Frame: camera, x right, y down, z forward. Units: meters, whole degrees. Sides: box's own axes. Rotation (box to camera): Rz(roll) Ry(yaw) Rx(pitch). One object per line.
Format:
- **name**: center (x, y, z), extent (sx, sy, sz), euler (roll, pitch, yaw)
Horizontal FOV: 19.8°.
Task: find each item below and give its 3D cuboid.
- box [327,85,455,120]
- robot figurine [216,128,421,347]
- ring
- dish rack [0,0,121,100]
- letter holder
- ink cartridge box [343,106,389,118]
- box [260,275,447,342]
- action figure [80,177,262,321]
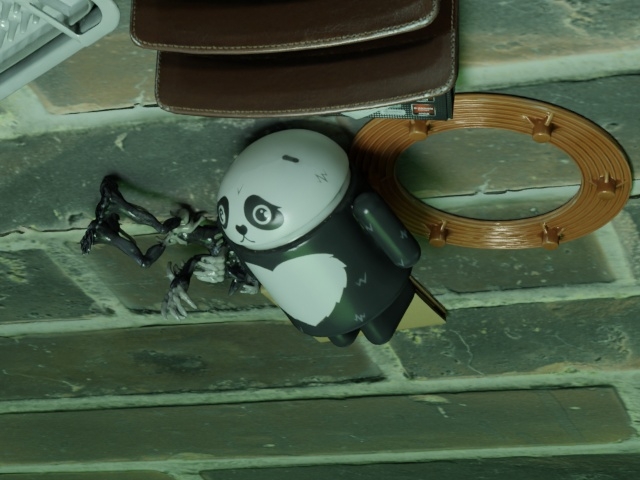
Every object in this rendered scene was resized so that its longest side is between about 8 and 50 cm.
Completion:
- **box**: center (0.003, -0.211, 1.904), extent (0.270, 0.060, 0.216), euler (3, 151, 8)
- **robot figurine**: center (-0.002, 0.002, 2.126), extent (0.209, 0.173, 0.278), euler (-31, 120, 9)
- **ring**: center (0.195, -0.067, 2.147), extent (0.336, 0.032, 0.336), euler (5, 151, 3)
- **dish rack**: center (-0.393, -0.263, 1.894), extent (0.285, 0.072, 0.333), euler (27, 145, -33)
- **letter holder**: center (-0.035, -0.233, 1.680), extent (0.302, 0.214, 0.152), euler (-2, 167, 18)
- **ink cartridge box**: center (0.022, -0.180, 1.872), extent (0.145, 0.045, 0.179), euler (20, 167, -22)
- **box**: center (0.044, 0.081, 2.457), extent (0.201, 0.021, 0.164), euler (-10, 146, 30)
- **action figure**: center (-0.157, 0.023, 2.282), extent (0.275, 0.141, 0.164), euler (17, 138, -14)
